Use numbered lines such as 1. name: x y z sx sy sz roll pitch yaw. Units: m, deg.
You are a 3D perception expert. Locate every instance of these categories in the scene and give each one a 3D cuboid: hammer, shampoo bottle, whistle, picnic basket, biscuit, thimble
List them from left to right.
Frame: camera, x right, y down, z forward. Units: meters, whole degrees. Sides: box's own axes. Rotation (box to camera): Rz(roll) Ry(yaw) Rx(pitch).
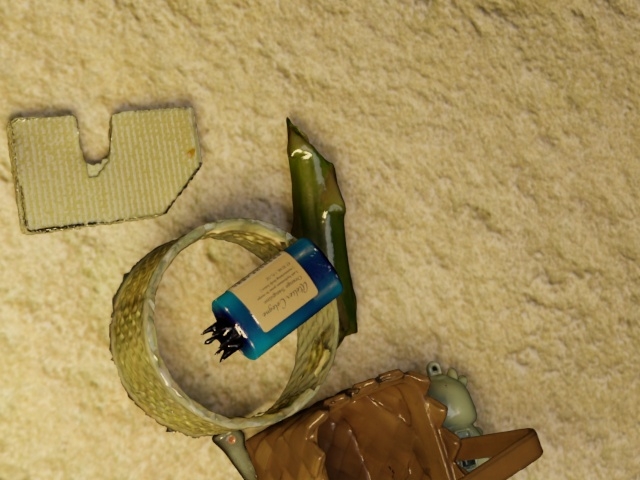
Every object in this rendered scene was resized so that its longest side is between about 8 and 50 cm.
1. biscuit: -0.270 -0.093 1.509 0.250 0.046 0.147 -10 88 -26
2. thimble: -0.118 0.109 1.495 0.271 0.150 0.271 6 77 -24
3. shampoo bottle: -0.062 0.076 1.414 0.183 0.050 0.087 -36 92 -27
4. hammer: -0.052 0.367 1.578 0.111 0.033 0.287 -36 101 -26
5. picnic basket: 0.095 0.314 1.480 0.254 0.321 0.291 -19 88 -44
6. whistle: 0.183 0.294 1.666 0.102 0.106 0.253 -14 83 3

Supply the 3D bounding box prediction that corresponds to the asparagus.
1. asparagus: 0.000 0.000 1.619 0.085 0.082 0.343 -5 85 -3
